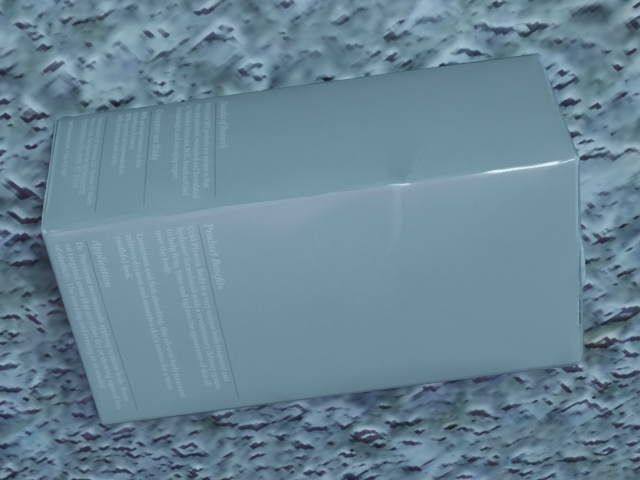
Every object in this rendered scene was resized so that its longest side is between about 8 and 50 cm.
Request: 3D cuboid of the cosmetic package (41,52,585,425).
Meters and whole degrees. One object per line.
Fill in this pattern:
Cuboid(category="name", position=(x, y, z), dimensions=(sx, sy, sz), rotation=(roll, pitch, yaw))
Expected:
Cuboid(category="cosmetic package", position=(0.000, 0.000, 0.637), dimensions=(0.237, 0.107, 0.127), rotation=(-8, 127, -2))
